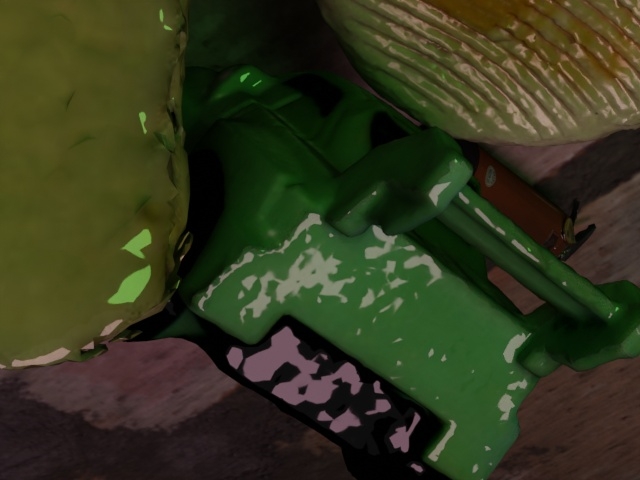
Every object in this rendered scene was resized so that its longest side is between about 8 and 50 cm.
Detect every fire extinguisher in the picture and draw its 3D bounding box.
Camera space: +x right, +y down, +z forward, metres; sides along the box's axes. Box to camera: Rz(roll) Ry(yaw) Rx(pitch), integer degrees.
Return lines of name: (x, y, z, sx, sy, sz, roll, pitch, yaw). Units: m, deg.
fire extinguisher: (0.130, -0.025, 0.979, 0.177, 0.050, 0.062, 31, 85, -40)

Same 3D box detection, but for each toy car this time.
toy car: (0.000, 0.000, 0.752, 0.213, 0.359, 0.176, 35, 98, -25)

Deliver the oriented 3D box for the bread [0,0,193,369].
bread: (-0.163, -0.137, 0.588, 0.248, 0.315, 0.279, -1, 128, -17)

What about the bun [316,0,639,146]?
bun: (0.117, -0.164, 0.741, 0.243, 0.153, 0.244, 9, 144, 6)
